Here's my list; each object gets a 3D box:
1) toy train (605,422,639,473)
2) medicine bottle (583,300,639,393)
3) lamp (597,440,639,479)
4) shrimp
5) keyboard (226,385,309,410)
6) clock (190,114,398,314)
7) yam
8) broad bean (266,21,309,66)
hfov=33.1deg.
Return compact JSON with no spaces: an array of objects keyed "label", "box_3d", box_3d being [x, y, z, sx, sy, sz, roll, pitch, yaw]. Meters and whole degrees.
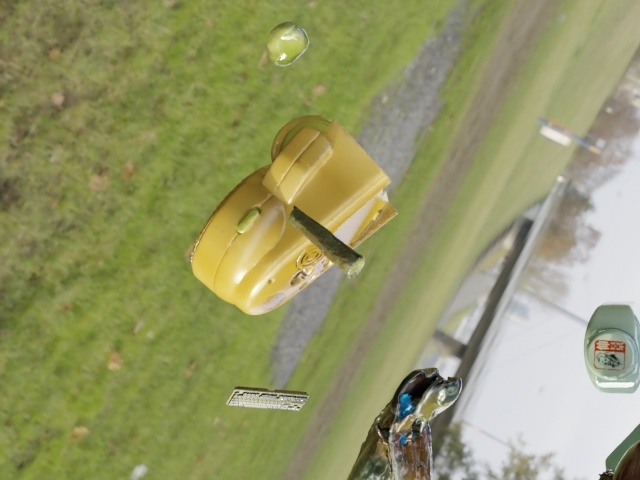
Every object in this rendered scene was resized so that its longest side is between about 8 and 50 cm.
[{"label":"toy train","box_3d":[0.556,0.373,1.519,0.188,0.300,0.265,-51,175,13]},{"label":"medicine bottle","box_3d":[0.407,0.147,1.472,0.229,0.083,0.121,1,88,-71]},{"label":"lamp","box_3d":[0.452,0.319,1.264,0.180,0.258,0.180,9,79,-55]},{"label":"shrimp","box_3d":[0.117,0.407,1.665,0.110,0.221,0.445,1,107,-44]},{"label":"keyboard","box_3d":[-0.086,0.260,1.760,0.049,0.129,0.015,119,-29,-42]},{"label":"clock","box_3d":[-0.051,-0.026,1.683,0.317,0.200,0.244,-46,162,-6]},{"label":"yam","box_3d":[0.000,0.000,1.300,0.027,0.129,0.033,9,113,-53]},{"label":"broad bean","box_3d":[-0.051,-0.300,1.640,0.083,0.063,0.045,125,-28,-53]}]
